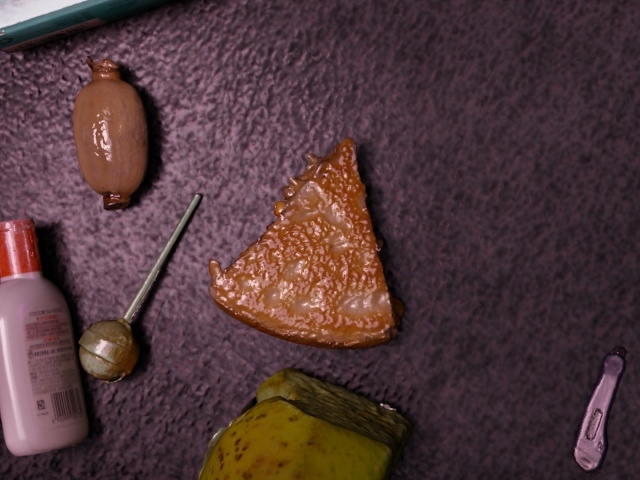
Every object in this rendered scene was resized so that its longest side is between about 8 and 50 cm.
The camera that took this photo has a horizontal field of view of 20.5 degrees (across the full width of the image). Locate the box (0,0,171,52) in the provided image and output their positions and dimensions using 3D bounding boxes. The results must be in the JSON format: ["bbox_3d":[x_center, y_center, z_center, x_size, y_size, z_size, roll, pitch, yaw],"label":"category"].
[{"bbox_3d":[-0.253,-0.354,1.663,0.205,0.118,0.311,-17,88,6],"label":"box"}]

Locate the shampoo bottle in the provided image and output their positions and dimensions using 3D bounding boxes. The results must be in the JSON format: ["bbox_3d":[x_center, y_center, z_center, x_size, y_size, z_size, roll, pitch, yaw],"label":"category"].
[{"bbox_3d":[-0.273,0.090,1.670,0.051,0.108,0.220,-12,87,30],"label":"shampoo bottle"}]

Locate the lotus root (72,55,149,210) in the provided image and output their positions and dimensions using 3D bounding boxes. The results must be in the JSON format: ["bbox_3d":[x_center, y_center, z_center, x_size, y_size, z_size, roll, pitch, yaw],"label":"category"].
[{"bbox_3d":[-0.199,-0.104,1.681,0.073,0.062,0.150,-6,90,8],"label":"lotus root"}]

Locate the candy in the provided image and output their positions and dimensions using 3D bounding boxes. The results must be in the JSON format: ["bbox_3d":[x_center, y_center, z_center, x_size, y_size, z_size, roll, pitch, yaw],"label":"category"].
[{"bbox_3d":[-0.165,0.043,1.689,0.061,0.061,0.202,29,85,8],"label":"candy"}]

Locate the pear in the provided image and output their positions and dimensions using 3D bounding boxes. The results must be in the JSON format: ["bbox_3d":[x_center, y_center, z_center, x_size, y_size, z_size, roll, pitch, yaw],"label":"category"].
[{"bbox_3d":[-0.041,0.250,1.563,0.164,0.255,0.238,26,98,6],"label":"pear"}]

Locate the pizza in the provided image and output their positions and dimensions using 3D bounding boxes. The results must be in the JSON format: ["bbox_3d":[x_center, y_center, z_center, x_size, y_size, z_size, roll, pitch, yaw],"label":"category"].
[{"bbox_3d":[0.000,0.000,1.655,0.188,0.062,0.198,17,86,-4],"label":"pizza"}]

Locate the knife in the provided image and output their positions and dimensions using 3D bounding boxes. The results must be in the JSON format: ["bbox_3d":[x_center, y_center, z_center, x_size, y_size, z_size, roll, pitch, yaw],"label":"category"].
[{"bbox_3d":[0.261,0.156,1.633,0.031,0.018,0.121,18,92,15],"label":"knife"}]
